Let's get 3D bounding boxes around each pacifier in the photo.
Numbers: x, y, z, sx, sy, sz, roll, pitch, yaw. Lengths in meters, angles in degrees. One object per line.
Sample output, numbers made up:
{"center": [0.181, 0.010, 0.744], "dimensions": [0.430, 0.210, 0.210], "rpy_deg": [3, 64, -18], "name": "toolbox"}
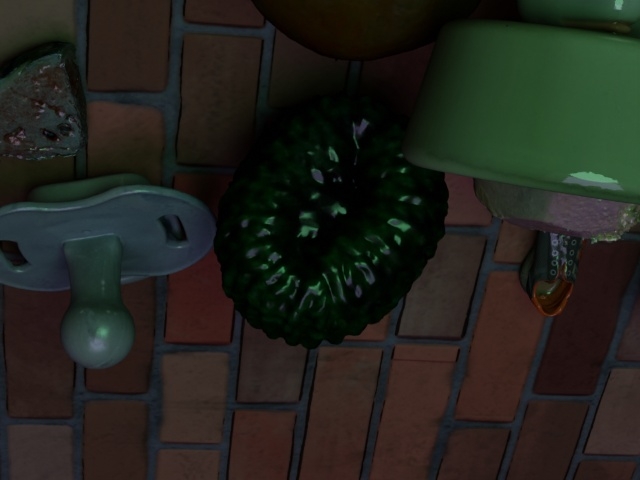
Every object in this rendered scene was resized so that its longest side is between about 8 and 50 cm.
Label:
{"center": [-0.254, 0.044, 1.592], "dimensions": [0.287, 0.225, 0.238], "rpy_deg": [-5, 149, 0], "name": "pacifier"}

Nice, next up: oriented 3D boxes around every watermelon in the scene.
{"center": [-0.316, -0.139, 1.533], "dimensions": [0.187, 0.071, 0.139], "rpy_deg": [-40, 130, 15], "name": "watermelon"}

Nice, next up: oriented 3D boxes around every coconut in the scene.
{"center": [0.267, -0.135, 1.480], "dimensions": [0.233, 0.233, 0.245], "rpy_deg": [-7, 135, 1], "name": "coconut"}

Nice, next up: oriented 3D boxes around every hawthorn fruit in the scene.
{"center": [0.039, -0.293, 1.314], "dimensions": [0.268, 0.267, 0.301], "rpy_deg": [4, 140, -9], "name": "hawthorn fruit"}

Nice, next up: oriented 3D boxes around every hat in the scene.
{"center": [0.000, 0.000, 1.598], "dimensions": [0.274, 0.242, 0.332], "rpy_deg": [-42, 169, -15], "name": "hat"}

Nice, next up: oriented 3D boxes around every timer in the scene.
{"center": [0.237, -0.198, 1.211], "dimensions": [0.291, 0.291, 0.315], "rpy_deg": [8, 96, -12], "name": "timer"}

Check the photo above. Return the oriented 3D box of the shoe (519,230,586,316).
{"center": [0.291, 0.009, 1.703], "dimensions": [0.074, 0.077, 0.194], "rpy_deg": [4, 130, -8], "name": "shoe"}
